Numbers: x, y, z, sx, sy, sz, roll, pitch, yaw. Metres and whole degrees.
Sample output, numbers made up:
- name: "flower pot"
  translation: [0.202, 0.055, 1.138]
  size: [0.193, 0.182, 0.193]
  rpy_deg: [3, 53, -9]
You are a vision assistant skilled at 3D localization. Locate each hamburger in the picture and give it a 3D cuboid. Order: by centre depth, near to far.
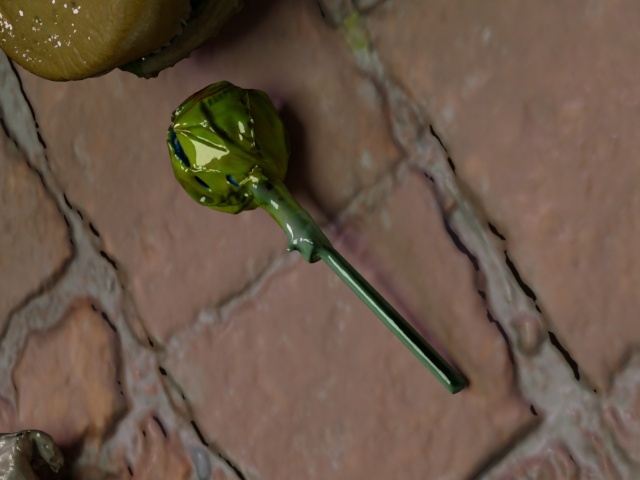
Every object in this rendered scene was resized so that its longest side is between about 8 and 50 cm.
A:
- name: "hamburger"
  translation: [-0.097, -0.170, 0.889]
  size: [0.215, 0.122, 0.189]
  rpy_deg: [48, 131, 28]

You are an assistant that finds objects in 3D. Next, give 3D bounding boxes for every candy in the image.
- name: "candy"
  translation: [0.000, 0.000, 0.857]
  size: [0.194, 0.058, 0.062]
  rpy_deg: [46, 164, 25]

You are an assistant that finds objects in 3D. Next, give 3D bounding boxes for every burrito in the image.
- name: "burrito"
  translation: [-0.206, 0.144, 1.079]
  size: [0.188, 0.045, 0.058]
  rpy_deg: [-19, 54, 48]
